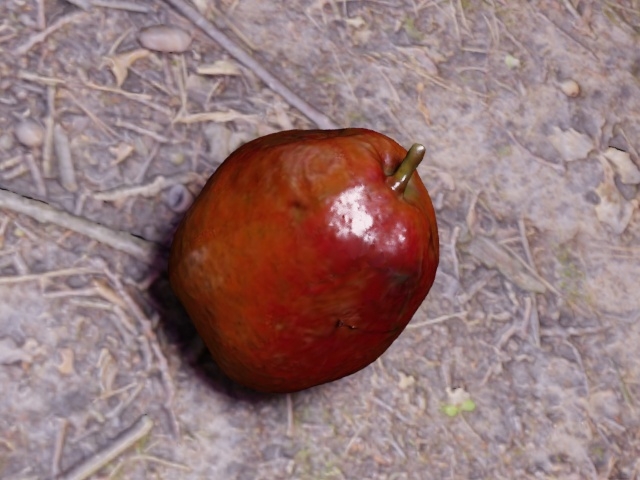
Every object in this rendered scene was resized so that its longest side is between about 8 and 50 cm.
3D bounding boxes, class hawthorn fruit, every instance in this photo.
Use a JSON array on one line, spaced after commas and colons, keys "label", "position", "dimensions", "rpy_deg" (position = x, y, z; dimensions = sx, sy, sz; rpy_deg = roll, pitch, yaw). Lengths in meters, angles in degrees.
[{"label": "hawthorn fruit", "position": [0.000, 0.000, 1.406], "dimensions": [0.224, 0.261, 0.224], "rpy_deg": [18, 55, -28]}]
